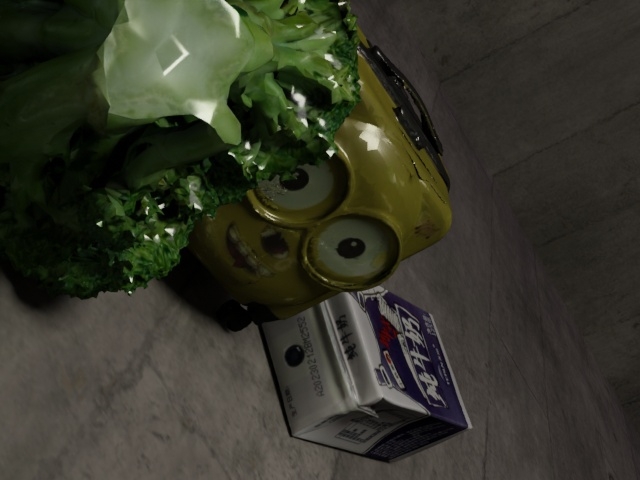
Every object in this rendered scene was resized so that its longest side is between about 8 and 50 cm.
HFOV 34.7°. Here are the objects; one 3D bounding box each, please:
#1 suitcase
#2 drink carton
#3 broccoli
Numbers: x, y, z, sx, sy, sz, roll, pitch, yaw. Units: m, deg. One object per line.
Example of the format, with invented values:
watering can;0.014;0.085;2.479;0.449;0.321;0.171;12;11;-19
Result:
suitcase;-0.023;-0.044;0.806;0.194;0.235;0.143;52;21;-31
drink carton;0.044;0.124;0.978;0.222;0.102;0.134;30;40;-56
broccoli;-0.114;-0.111;0.590;0.308;0.308;0.275;53;-17;-28
